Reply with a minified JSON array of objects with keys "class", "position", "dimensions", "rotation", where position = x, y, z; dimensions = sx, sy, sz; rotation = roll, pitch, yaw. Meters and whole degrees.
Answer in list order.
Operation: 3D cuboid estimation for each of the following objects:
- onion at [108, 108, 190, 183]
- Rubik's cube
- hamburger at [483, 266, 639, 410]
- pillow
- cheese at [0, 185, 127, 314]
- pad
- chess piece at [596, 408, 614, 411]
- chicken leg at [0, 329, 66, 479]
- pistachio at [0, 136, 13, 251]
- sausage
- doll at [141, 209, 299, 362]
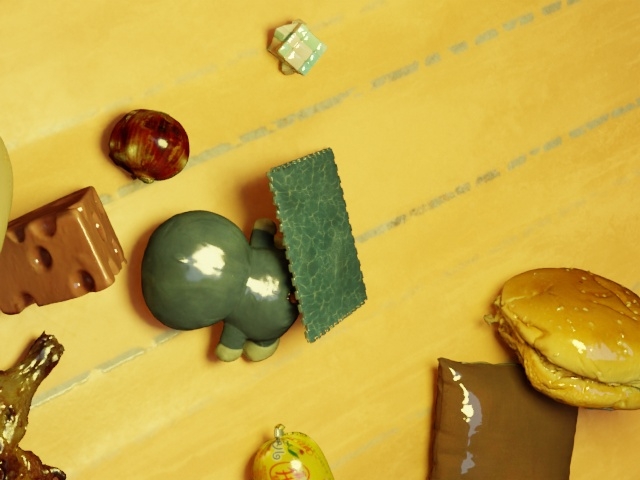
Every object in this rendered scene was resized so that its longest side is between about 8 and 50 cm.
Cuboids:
[{"class":"onion","position":[-0.247,-0.137,1.800],"dimensions":[0.117,0.119,0.118],"rotation":[8,85,-33]},{"class":"Rubik's cube","position":[-0.041,-0.307,1.939],"dimensions":[0.075,0.073,0.084],"rotation":[-36,112,-8]},{"class":"hamburger","position":[0.444,0.160,2.091],"dimensions":[0.314,0.290,0.170],"rotation":[7,114,-24]},{"class":"pillow","position":[0.313,0.357,2.103],"dimensions":[0.308,0.108,0.305],"rotation":[7,89,-28]},{"class":"cheese","position":[-0.378,0.026,1.701],"dimensions":[0.177,0.203,0.128],"rotation":[-23,103,2]},{"class":"pad","position":[0.000,0.000,1.896],"dimensions":[0.270,0.012,0.268],"rotation":[-33,111,-66]},{"class":"chess piece","position":[0.515,0.236,2.248],"dimensions":[0.059,0.059,0.149],"rotation":[11,80,-29]},{"class":"chicken leg","position":[-0.434,0.289,1.709],"dimensions":[0.177,0.083,0.322],"rotation":[-2,92,-38]},{"class":"pistachio","position":[-0.563,-0.048,1.539],"dimensions":[0.365,0.281,0.445],"rotation":[-20,114,-31]},{"class":"sausage","position":[-0.015,0.447,1.907],"dimensions":[0.123,0.123,0.347],"rotation":[-24,100,-27]},{"class":"doll","position":[-0.146,0.062,1.839],"dimensions":[0.258,0.154,0.228],"rotation":[19,84,-21]}]
